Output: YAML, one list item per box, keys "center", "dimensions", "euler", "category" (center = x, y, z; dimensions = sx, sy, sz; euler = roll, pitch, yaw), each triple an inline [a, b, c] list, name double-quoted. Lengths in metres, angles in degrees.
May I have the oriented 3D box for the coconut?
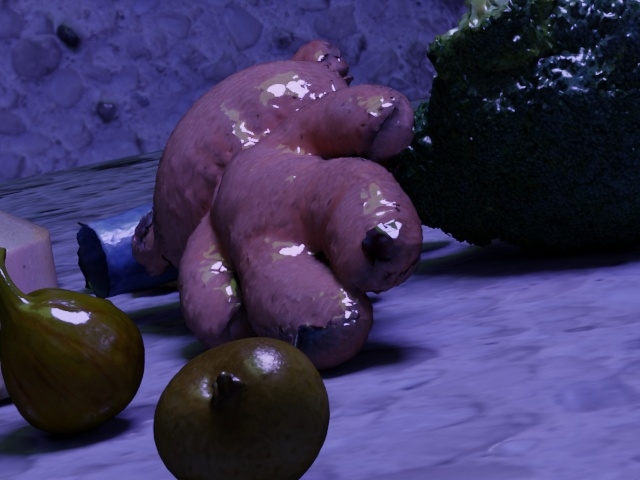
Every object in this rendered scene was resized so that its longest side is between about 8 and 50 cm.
- center: [-0.216, 0.033, 1.066]
  dimensions: [0.116, 0.122, 0.116]
  euler: [-9, 9, 1]
  category: "coconut"

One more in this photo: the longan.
- center: [-0.034, 0.072, 0.739]
  dimensions: [0.075, 0.075, 0.083]
  euler: [-8, -27, 10]
  category: "longan"

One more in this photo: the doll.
- center: [0.000, 0.000, 1.107]
  dimensions: [0.201, 0.156, 0.303]
  euler: [-47, 31, 4]
  category: "doll"

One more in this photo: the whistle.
- center: [-0.028, -0.022, 1.297]
  dimensions: [0.304, 0.062, 0.062]
  euler: [-16, 10, -26]
  category: "whistle"

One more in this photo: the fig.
- center: [-0.138, 0.055, 0.922]
  dimensions: [0.082, 0.098, 0.084]
  euler: [-30, 35, 27]
  category: "fig"

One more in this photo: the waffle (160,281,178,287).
- center: [-0.057, -0.006, 1.444]
  dimensions: [0.245, 0.052, 0.254]
  euler: [-1, 12, 34]
  category: "waffle"

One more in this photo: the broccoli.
- center: [0.179, -0.114, 1.235]
  dimensions: [0.265, 0.294, 0.245]
  euler: [19, 33, -27]
  category: "broccoli"
